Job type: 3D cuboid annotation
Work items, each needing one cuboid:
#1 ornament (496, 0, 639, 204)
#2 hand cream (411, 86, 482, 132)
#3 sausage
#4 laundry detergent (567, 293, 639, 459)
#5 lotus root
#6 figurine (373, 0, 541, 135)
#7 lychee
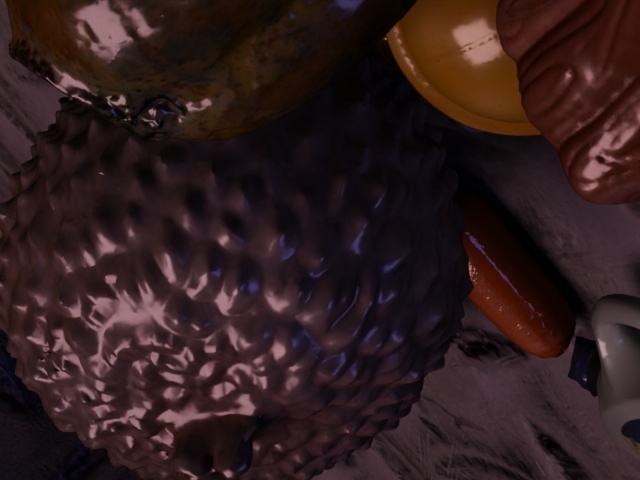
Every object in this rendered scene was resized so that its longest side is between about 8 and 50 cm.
[{"bbox_3d":[0.225,-0.150,0.978,0.235,0.221,0.217,35,156,0],"label":"ornament"},{"bbox_3d":[0.098,-0.124,1.529,0.067,0.042,0.194,45,167,-28],"label":"hand cream"},{"bbox_3d":[0.170,0.033,1.653,0.197,0.076,0.076,47,160,-14],"label":"sausage"},{"bbox_3d":[0.323,0.133,1.524,0.280,0.105,0.215,26,155,43],"label":"laundry detergent"},{"bbox_3d":[-0.045,-0.217,1.080,0.250,0.346,0.250,39,-172,-7],"label":"lotus root"},{"bbox_3d":[0.120,-0.161,1.223,0.192,0.167,0.257,33,165,-14],"label":"figurine"},{"bbox_3d":[-0.061,0.007,1.380,0.380,0.432,0.380,5,143,4],"label":"lychee"}]
